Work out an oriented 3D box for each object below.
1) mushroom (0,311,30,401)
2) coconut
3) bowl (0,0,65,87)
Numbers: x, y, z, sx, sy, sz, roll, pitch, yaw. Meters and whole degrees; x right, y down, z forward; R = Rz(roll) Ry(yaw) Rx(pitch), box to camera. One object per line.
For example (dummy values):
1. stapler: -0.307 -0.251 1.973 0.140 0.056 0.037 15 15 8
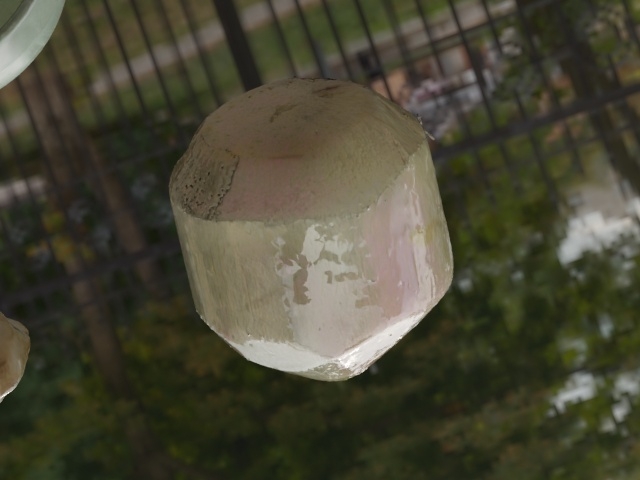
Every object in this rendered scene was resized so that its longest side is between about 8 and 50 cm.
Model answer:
1. mushroom: -0.376 0.036 1.421 0.297 0.290 0.297 -46 -161 20
2. coconut: 0.000 0.000 0.996 0.170 0.183 0.171 -10 -148 6
3. bowl: -0.367 -0.250 1.547 0.307 0.307 0.163 -20 161 5
